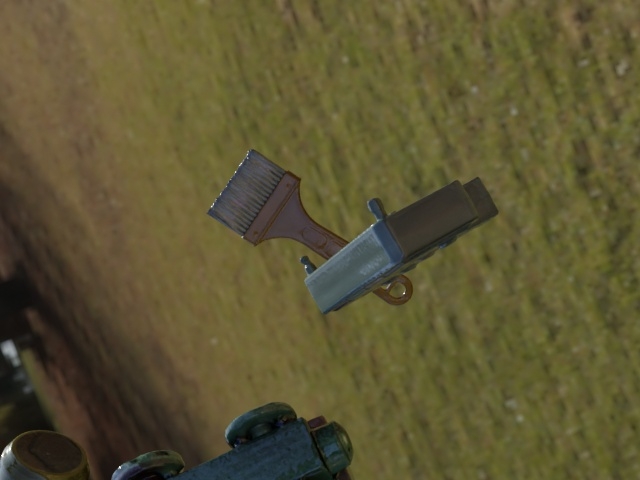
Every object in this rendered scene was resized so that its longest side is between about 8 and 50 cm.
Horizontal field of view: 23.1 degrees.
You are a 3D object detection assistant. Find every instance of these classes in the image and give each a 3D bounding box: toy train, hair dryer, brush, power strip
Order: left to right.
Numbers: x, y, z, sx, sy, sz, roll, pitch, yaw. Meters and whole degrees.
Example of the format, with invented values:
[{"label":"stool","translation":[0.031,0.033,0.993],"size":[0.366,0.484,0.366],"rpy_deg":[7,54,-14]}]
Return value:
[{"label":"hair dryer","translation":[-0.197,0.300,1.503],"size":[0.279,0.090,0.135],"rpy_deg":[26,115,17]},{"label":"toy train","translation":[-0.096,0.302,1.753],"size":[0.221,0.304,0.150],"rpy_deg":[65,-178,-60]},{"label":"brush","translation":[0.000,0.000,1.931],"size":[0.272,0.103,0.013],"rpy_deg":[33,-170,-11]},{"label":"power strip","translation":[0.076,-0.008,1.325],"size":[0.061,0.145,0.216],"rpy_deg":[62,158,4]}]
